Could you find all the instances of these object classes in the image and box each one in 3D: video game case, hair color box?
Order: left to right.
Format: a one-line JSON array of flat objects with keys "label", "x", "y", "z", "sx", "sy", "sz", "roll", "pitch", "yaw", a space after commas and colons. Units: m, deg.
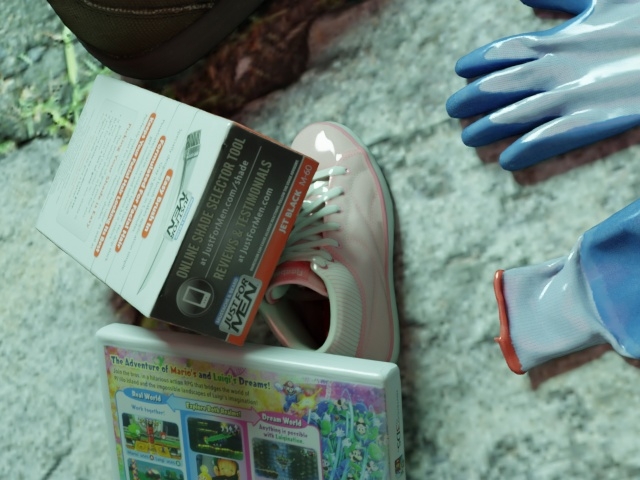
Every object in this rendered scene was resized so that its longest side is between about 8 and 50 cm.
[{"label": "hair color box", "x": -0.076, "y": -0.021, "z": 0.595, "sx": 0.167, "sy": 0.053, "sz": 0.093, "roll": 27, "pitch": 94, "yaw": 58}, {"label": "video game case", "x": -0.032, "y": 0.115, "z": 0.570, "sx": 0.157, "sy": 0.019, "sz": 0.143, "roll": 5, "pitch": 109, "yaw": 30}]

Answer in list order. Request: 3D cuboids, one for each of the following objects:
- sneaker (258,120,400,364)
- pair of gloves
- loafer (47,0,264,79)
[{"label": "sneaker", "x": 0.000, "y": 0.000, "z": 0.577, "sx": 0.051, "sy": 0.070, "sz": 0.134, "roll": -18, "pitch": 72, "yaw": 28}, {"label": "pair of gloves", "x": 0.137, "y": -0.037, "z": 0.537, "sx": 0.159, "sy": 0.023, "sz": 0.198, "roll": -17, "pitch": 73, "yaw": 25}, {"label": "loafer", "x": -0.016, "y": -0.230, "z": 0.593, "sx": 0.366, "sy": 0.130, "sz": 0.134, "roll": -47, "pitch": 63, "yaw": 13}]
